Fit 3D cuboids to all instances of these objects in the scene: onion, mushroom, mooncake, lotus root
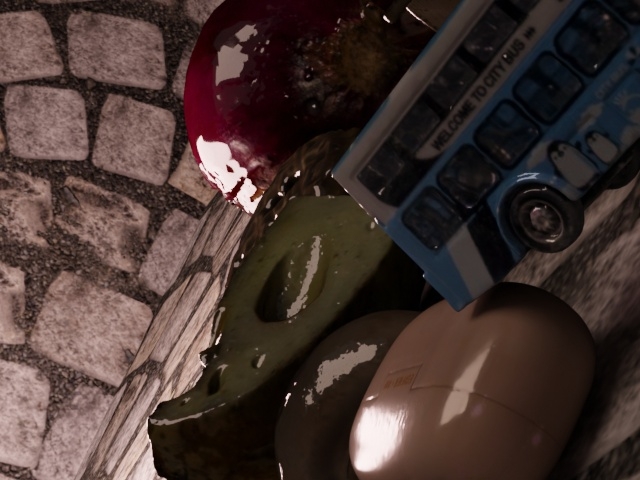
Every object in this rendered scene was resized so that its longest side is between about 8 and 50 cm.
[{"bbox_3d":[-0.017,-0.176,1.751,0.336,0.260,0.282,-63,6,-12],"label":"onion"},{"bbox_3d":[0.030,0.127,1.101,0.188,0.117,0.141,-62,-2,14],"label":"mushroom"},{"bbox_3d":[0.000,0.000,1.526,0.228,0.124,0.228,-55,12,18],"label":"mooncake"},{"bbox_3d":[0.001,0.090,1.265,0.314,0.142,0.210,-65,-32,-26],"label":"lotus root"}]

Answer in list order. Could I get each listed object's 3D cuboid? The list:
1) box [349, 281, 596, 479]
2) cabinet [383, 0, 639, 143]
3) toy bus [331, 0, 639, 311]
[{"bbox_3d":[0.087,0.097,0.929,0.146,0.088,0.200,-63,10,-18],"label":"box"},{"bbox_3d":[0.175,-0.180,0.949,0.215,0.175,0.148,-57,5,-38],"label":"cabinet"},{"bbox_3d":[0.133,-0.094,0.805,0.106,0.131,0.297,-41,-9,-47],"label":"toy bus"}]
